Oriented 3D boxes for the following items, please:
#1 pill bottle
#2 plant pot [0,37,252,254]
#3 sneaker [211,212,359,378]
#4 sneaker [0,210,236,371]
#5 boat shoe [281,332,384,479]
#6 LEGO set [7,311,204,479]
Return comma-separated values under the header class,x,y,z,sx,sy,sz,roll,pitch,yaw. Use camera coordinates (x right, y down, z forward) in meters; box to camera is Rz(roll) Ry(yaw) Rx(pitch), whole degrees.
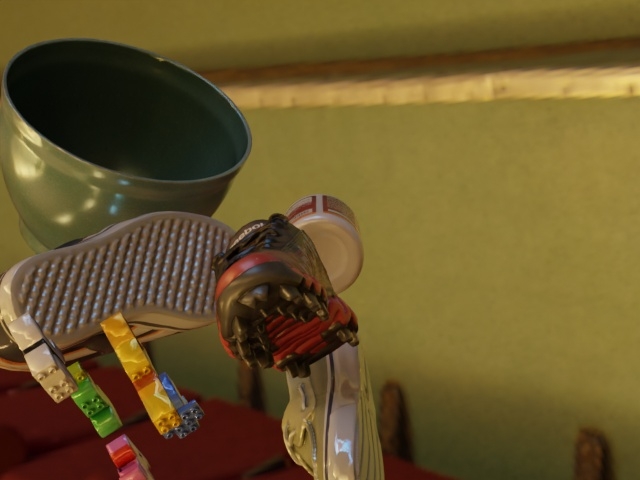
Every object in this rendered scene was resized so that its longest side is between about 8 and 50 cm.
class,x,y,z,sx,sy,sz,roll,pitch,yaw
pill bottle,0.000,0.000,1.508,0.152,0.086,0.086,-91,-3,-77
plant pot,-0.249,-0.079,1.730,0.293,0.293,0.196,51,132,36
sneaker,-0.047,0.039,1.265,0.135,0.098,0.276,59,-175,14
sneaker,-0.210,0.050,1.450,0.127,0.321,0.126,-26,79,41
boat shoe,0.008,0.199,1.544,0.302,0.094,0.109,-90,-17,-66
LEGO set,-0.146,0.137,1.158,0.093,0.087,0.227,54,175,43
